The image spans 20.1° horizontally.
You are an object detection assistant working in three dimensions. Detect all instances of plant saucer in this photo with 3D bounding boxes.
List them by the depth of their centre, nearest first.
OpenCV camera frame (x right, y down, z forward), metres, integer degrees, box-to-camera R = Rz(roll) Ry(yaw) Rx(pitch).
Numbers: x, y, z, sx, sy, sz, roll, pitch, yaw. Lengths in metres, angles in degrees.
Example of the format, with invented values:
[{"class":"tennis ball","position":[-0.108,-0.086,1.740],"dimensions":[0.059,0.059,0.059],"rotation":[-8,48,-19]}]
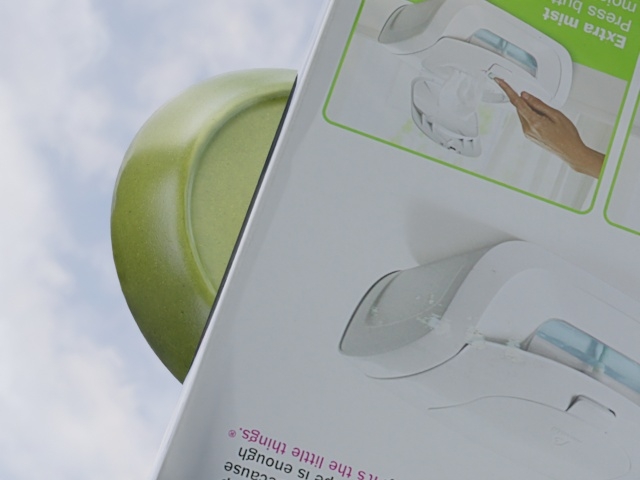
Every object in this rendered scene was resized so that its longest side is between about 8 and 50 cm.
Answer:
[{"class":"plant saucer","position":[0.000,0.000,1.036],"dimensions":[0.241,0.241,0.037],"rotation":[47,-35,0]}]

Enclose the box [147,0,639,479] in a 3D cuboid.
[{"class":"box","position":[0.103,0.028,0.546],"dimensions":[0.262,0.231,0.127],"rotation":[20,-18,-4]}]
